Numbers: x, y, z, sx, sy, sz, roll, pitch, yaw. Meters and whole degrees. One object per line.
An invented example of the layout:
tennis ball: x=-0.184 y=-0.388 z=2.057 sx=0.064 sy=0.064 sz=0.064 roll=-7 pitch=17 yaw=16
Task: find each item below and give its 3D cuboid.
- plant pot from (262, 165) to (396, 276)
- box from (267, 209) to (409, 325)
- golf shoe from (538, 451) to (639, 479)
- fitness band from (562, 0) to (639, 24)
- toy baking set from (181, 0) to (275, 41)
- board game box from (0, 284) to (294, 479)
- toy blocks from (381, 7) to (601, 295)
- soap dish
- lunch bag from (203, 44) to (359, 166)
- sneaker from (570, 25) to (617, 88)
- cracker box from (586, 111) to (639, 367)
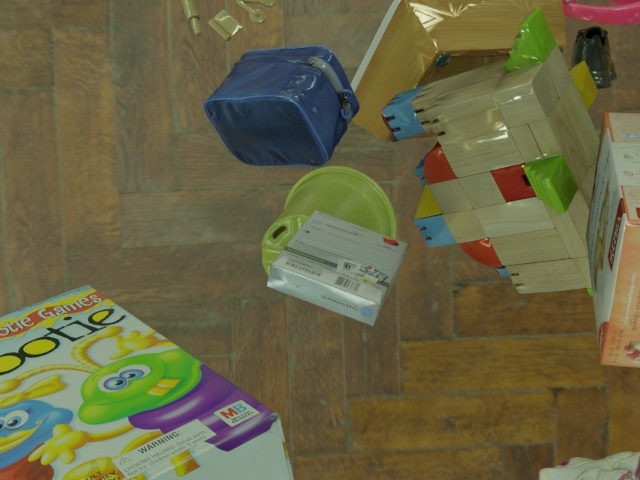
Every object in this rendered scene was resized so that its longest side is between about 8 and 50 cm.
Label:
plant pot: x=0.000 y=0.000 z=1.791 sx=0.276 sy=0.254 sz=0.276 roll=7 pitch=110 yaw=19
box: x=0.028 y=0.030 z=1.087 sx=0.145 sy=0.186 sz=0.038 roll=20 pitch=119 yaw=8
golf shoe: x=0.446 y=0.387 z=1.330 sx=0.140 sy=0.306 sz=0.115 roll=10 pitch=87 yaw=33
fitness band: x=0.536 y=-0.502 z=1.664 sx=0.209 sy=0.291 sz=0.054 roll=-7 pitch=124 yaw=-20
toy baking set: x=-0.210 y=-0.537 z=1.772 sx=0.196 sy=0.030 sz=0.256 roll=-18 pitch=71 yaw=-16
board game box: x=-0.143 y=0.145 z=0.512 sx=0.144 sy=0.275 sz=0.142 roll=-22 pitch=113 yaw=-30
toy blocks: x=0.227 y=-0.071 z=1.062 sx=0.191 sy=0.261 sz=0.381 roll=-50 pitch=118 yaw=-39
soap dish: x=0.205 y=-0.255 z=1.222 sx=0.291 sy=0.229 sz=0.118 roll=-10 pitch=60 yaw=-30
lunch bag: x=-0.022 y=-0.096 z=0.571 sx=0.098 sy=0.067 sz=0.065 roll=5 pitch=52 yaw=32
sneaker: x=0.607 y=-0.411 z=1.830 sx=0.109 sy=0.286 sz=0.130 roll=0 pitch=107 yaw=15
cracker box: x=0.304 y=-0.008 z=0.798 sx=0.067 sy=0.232 sz=0.156 roll=4 pitch=122 yaw=11
